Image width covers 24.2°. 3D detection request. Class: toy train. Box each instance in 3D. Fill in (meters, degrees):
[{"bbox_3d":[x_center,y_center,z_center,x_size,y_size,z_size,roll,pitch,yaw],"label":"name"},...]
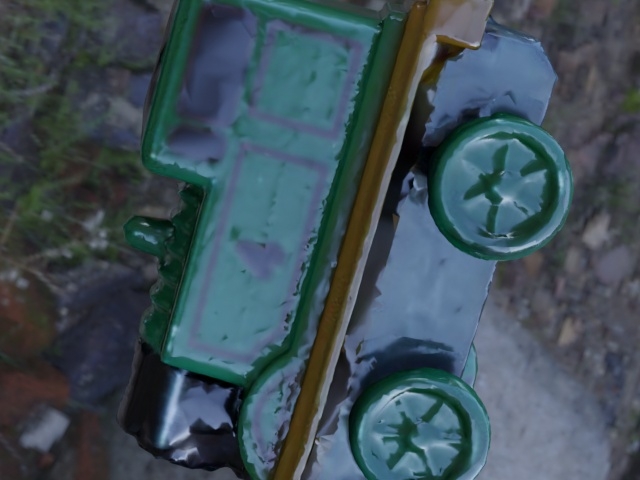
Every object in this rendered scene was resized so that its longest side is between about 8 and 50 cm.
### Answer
[{"bbox_3d":[0.000,0.000,0.477,0.091,0.136,0.228,-79,-173,-78],"label":"toy train"}]
